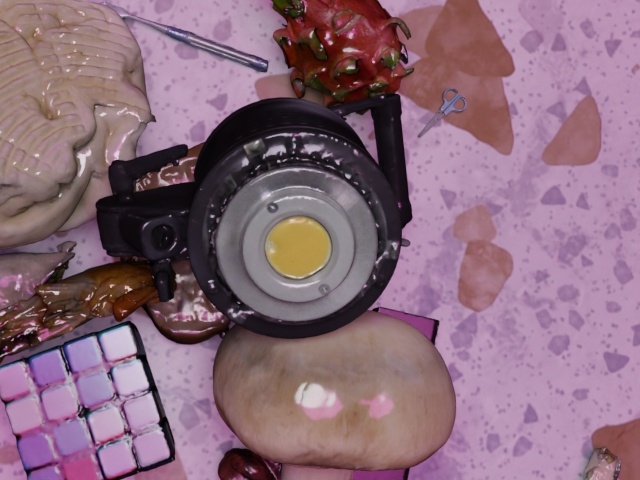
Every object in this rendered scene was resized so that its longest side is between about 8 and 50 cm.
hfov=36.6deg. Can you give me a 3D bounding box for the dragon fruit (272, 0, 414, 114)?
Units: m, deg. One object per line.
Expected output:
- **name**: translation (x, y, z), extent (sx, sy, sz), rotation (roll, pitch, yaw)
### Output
- **dragon fruit**: translation (0.004, -0.248, 1.165), extent (0.236, 0.137, 0.135), rotation (30, 64, -7)

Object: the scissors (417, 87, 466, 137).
- **scissors**: translation (0.154, -0.161, 1.245), extent (0.036, 0.006, 0.083), rotation (44, 78, -4)

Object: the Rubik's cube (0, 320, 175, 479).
- **Rubik's cube**: translation (-0.251, 0.185, 1.056), extent (0.151, 0.154, 0.155), rotation (-17, 85, -11)

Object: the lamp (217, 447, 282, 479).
- **lamp**: translation (-0.084, 0.363, 1.079), extent (0.215, 0.151, 0.223), rotation (54, 35, -6)

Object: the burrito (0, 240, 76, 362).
- **burrito**: translation (-0.438, 0.092, 1.062), extent (0.347, 0.107, 0.175), rotation (-3, 105, -6)

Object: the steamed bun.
- **steamed bun**: translation (-0.340, -0.121, 1.045), extent (0.320, 0.206, 0.275), rotation (-32, 86, -46)

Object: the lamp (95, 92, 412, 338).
- **lamp**: translation (-0.020, -0.029, 0.980), extent (0.374, 0.272, 0.205), rotation (-14, 110, -21)

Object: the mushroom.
- **mushroom**: translation (0.006, 0.188, 1.032), extent (0.254, 0.260, 0.234), rotation (0, 100, -48)

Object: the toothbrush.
- **toothbrush**: translation (-0.168, -0.251, 1.195), extent (0.219, 0.019, 0.016), rotation (18, 82, -8)

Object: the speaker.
- **speaker**: translation (0.082, 0.195, 1.169), extent (0.082, 0.044, 0.218), rotation (13, 81, -8)

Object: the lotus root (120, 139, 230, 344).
- **lotus root**: translation (-0.157, -0.008, 1.140), extent (0.170, 0.074, 0.261), rotation (2, 83, -5)

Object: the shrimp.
- **shrimp**: translation (-0.268, 0.071, 0.995), extent (0.262, 0.117, 0.066), rotation (-30, 106, -35)

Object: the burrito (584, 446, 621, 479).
- **burrito**: translation (0.325, 0.345, 1.195), extent (0.045, 0.041, 0.185), rotation (28, 77, -8)
